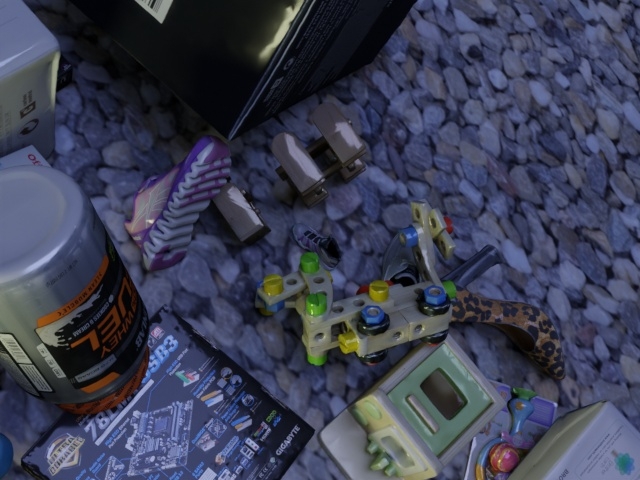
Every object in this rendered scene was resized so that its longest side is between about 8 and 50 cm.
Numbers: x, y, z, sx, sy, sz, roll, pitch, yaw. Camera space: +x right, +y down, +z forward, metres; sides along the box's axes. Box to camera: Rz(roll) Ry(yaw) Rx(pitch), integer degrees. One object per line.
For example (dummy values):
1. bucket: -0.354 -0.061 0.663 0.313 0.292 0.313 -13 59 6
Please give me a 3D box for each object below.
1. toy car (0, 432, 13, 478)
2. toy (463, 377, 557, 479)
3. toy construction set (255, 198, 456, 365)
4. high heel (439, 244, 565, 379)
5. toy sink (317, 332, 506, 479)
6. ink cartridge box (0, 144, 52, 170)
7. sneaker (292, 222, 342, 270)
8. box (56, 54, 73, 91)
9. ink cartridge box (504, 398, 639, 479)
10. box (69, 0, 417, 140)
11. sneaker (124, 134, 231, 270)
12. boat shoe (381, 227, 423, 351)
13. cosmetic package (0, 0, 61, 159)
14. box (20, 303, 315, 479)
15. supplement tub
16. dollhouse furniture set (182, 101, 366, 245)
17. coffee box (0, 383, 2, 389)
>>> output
1. toy car: -0.549 0.293 1.068 0.238 0.219 0.210 2 66 13
2. toy: 0.309 0.347 1.390 0.137 0.056 0.237 20 64 -9
3. toy construction set: 0.077 0.074 1.318 0.328 0.151 0.215 -27 40 -10
4. high heel: 0.280 0.158 1.434 0.186 0.093 0.261 -34 90 -24
5. toy sink: 0.138 0.270 1.318 0.234 0.131 0.152 -36 84 -26
6. ink cartridge box: -0.445 -0.025 1.211 0.128 0.127 0.176 49 45 5
7. sneaker: 0.000 0.000 1.412 0.098 0.069 0.038 45 62 2
8. box: -0.442 -0.276 1.378 0.062 0.052 0.083 -41 87 -26
9. ink cartridge box: 0.446 0.474 1.270 0.270 0.151 0.395 -41 83 -22
10. box: -0.125 -0.465 1.314 0.480 0.297 0.472 42 38 6
11. sneaker: -0.222 -0.068 1.295 0.104 0.236 0.095 45 29 20
12. boat shoe: 0.138 0.073 1.423 0.079 0.081 0.227 23 64 -9
13. cosmetic package: -0.602 -0.241 1.154 0.327 0.329 0.393 -41 87 -26
14. box: -0.207 0.290 1.225 0.293 0.073 0.295 39 62 2
15. supplement tub: -0.332 0.075 1.090 0.194 0.316 0.193 -5 50 7
16. dollhouse furniture set: -0.063 -0.129 1.366 0.242 0.212 0.161 -35 85 0
17. coffee box: -0.517 0.131 1.199 0.113 0.040 0.184 -13 74 -23
